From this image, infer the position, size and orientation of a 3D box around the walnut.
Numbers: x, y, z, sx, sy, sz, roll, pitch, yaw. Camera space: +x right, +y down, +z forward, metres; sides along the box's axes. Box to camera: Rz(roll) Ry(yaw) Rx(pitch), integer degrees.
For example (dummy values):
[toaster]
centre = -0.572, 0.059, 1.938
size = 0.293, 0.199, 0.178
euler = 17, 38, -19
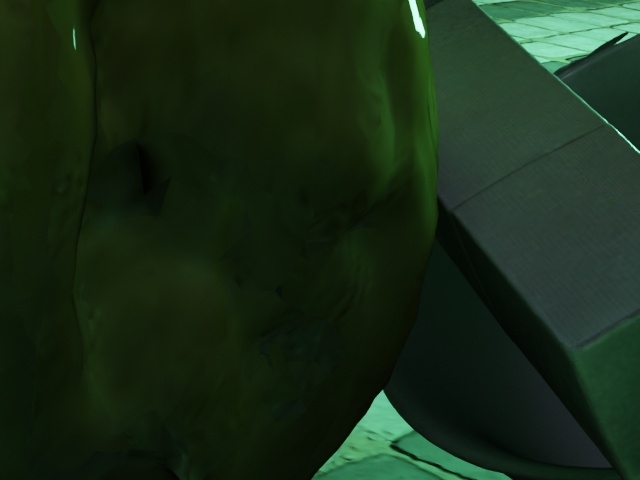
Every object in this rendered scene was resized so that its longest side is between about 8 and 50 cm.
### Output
[walnut]
centre = -0.134, -0.043, 0.687
size = 0.383, 0.384, 0.383
euler = 5, 17, -1

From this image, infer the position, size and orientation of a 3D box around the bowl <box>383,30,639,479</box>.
[bowl]
centre = 0.206, 0.035, 0.815
size = 0.345, 0.157, 0.345
euler = -22, 29, 13

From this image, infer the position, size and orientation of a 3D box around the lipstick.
[lipstick]
centre = 0.083, -0.028, 0.786
size = 0.079, 0.076, 0.371
euler = -29, 29, -2
